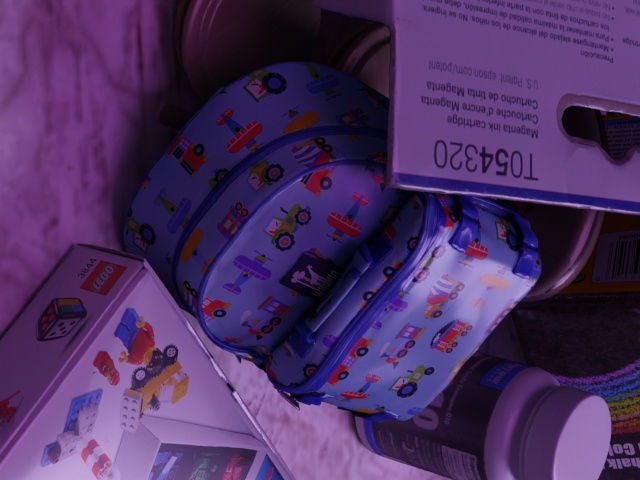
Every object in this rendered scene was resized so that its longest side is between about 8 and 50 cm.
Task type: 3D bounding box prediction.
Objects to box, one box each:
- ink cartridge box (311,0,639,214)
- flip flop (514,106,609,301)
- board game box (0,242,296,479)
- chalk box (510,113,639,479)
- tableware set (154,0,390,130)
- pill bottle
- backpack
[{"bbox_3d":[0.134,-0.177,0.883,0.324,0.071,0.330,5,86,-41],"label":"ink cartridge box"},{"bbox_3d":[0.106,-0.104,0.965,0.080,0.112,0.277,-4,99,-52],"label":"flip flop"},{"bbox_3d":[-0.139,0.178,0.778,0.305,0.053,0.193,-55,137,-26],"label":"board game box"},{"bbox_3d":[0.249,0.076,1.111,0.179,0.180,0.289,-71,150,-43],"label":"chalk box"},{"bbox_3d":[-0.007,-0.096,0.882,0.194,0.039,0.128,23,94,-47],"label":"tableware set"},{"bbox_3d":[0.095,0.106,0.990,0.078,0.137,0.078,-20,115,-48],"label":"pill bottle"},{"bbox_3d":[0.000,0.000,0.828,0.173,0.117,0.158,25,114,-45],"label":"backpack"}]
